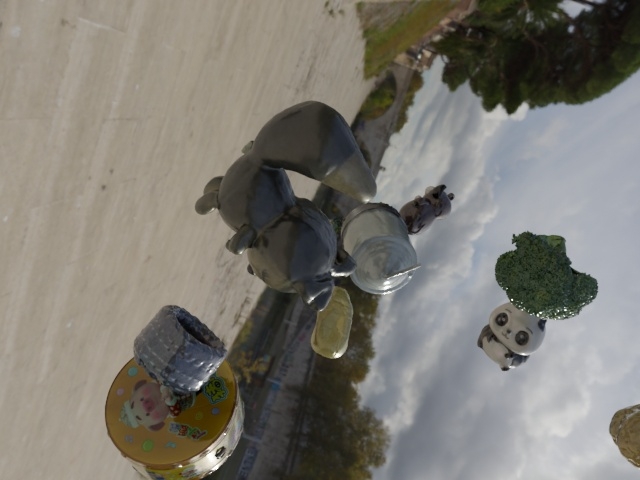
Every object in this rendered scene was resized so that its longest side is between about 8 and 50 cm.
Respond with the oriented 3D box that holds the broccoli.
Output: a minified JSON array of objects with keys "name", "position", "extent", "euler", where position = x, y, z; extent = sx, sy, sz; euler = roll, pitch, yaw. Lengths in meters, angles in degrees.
[{"name":"broccoli","position":[0.620,0.096,1.409],"extent":[0.262,0.269,0.242],"euler":[77,30,-43]}]

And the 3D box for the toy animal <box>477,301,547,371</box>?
[{"name":"toy animal","position":[0.662,0.317,1.756],"extent":[0.165,0.187,0.235],"euler":[-27,149,-30]}]

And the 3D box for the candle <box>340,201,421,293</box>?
[{"name":"candle","position":[0.177,0.031,1.582],"extent":[0.343,0.221,0.221],"euler":[-92,-160,-62]}]

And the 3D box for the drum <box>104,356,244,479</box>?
[{"name":"drum","position":[-0.458,0.548,1.654],"extent":[0.214,0.430,0.431],"euler":[90,16,-51]}]

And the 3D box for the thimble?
[{"name":"thimble","position":[-0.396,0.308,1.440],"extent":[0.172,0.236,0.205],"euler":[-50,-159,3]}]

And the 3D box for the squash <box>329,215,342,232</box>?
[{"name":"squash","position":[0.000,0.000,1.514],"extent":[0.183,0.052,0.052],"euler":[-52,173,-22]}]

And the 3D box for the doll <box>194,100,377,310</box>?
[{"name":"doll","position":[-0.042,-0.048,1.063],"extent":[0.378,0.382,0.252],"euler":[-37,-166,44]}]

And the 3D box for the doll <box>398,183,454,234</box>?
[{"name":"doll","position":[0.380,-0.102,1.877],"extent":[0.257,0.117,0.182],"euler":[-37,144,-6]}]

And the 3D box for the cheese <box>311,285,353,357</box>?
[{"name":"cheese","position":[0.040,0.263,1.646],"extent":[0.214,0.117,0.226],"euler":[95,8,-79]}]

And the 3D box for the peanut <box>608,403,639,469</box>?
[{"name":"peanut","position":[0.755,0.455,1.186],"extent":[0.159,0.291,0.143],"euler":[-22,-112,34]}]
